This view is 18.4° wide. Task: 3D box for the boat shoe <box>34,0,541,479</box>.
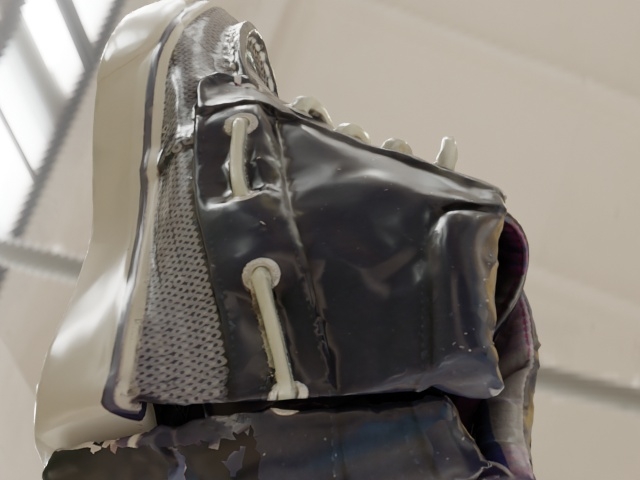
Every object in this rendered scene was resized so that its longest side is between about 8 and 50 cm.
[{"bbox_3d":[0.000,0.000,0.747,0.158,0.127,0.340,-13,-145,10],"label":"boat shoe"}]
